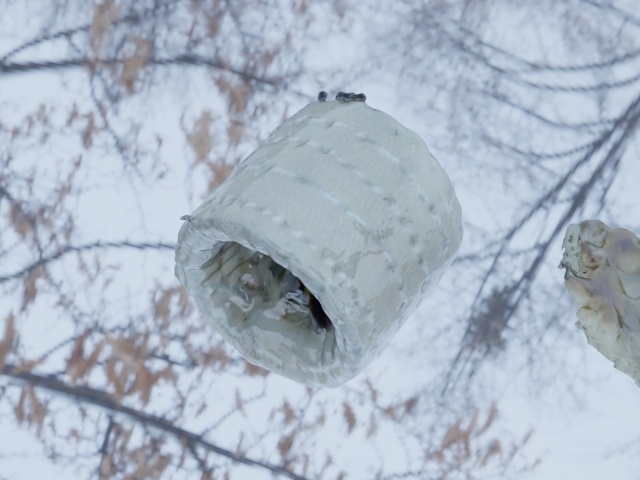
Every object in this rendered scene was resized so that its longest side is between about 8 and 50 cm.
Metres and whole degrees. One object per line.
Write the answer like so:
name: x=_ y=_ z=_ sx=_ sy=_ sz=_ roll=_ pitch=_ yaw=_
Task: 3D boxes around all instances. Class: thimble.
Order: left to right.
thimble: x=0.000 y=0.000 z=0.610 sx=0.090 sy=0.115 sz=0.102 roll=-48 pitch=-63 yaw=-26

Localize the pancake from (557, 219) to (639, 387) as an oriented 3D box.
pancake: x=0.178 y=0.053 z=0.390 sx=0.244 sy=0.057 sz=0.266 roll=20 pitch=-126 yaw=11
